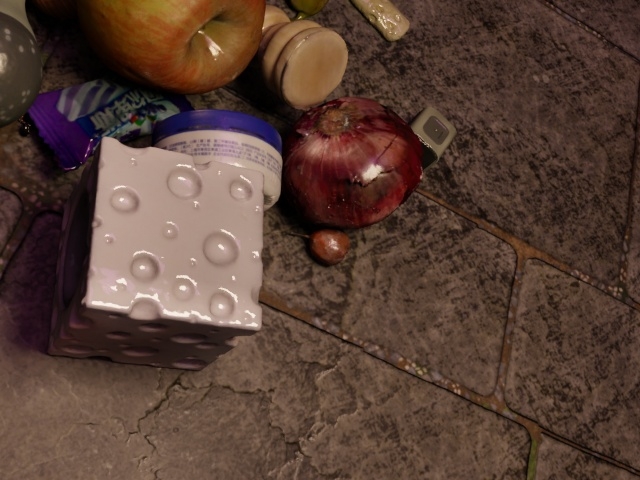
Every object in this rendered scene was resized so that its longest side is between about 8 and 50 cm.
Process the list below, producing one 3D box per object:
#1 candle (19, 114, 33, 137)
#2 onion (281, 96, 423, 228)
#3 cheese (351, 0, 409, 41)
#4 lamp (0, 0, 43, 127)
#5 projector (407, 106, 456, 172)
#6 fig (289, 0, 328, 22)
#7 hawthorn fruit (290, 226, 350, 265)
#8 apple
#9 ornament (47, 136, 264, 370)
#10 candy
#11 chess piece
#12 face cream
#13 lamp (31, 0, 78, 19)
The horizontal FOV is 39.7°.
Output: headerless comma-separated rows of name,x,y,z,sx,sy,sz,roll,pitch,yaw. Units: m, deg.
candle,-0.477,-0.237,1.371,0.026,0.021,0.167,-20,79,-32
onion,0.051,-0.121,1.505,0.252,0.219,0.252,-8,53,11
cheese,0.099,-0.480,1.775,0.194,0.043,0.065,49,54,-2
lamp,-0.474,-0.308,1.290,0.182,0.182,0.314,22,72,-19
projector,0.195,-0.189,1.676,0.083,0.083,0.082,43,56,-7
fig,-0.026,-0.460,1.689,0.084,0.082,0.098,-1,109,-43
hawthorn fruit,0.000,0.000,1.507,0.103,0.067,0.067,28,57,3
apple,-0.240,-0.385,1.377,0.301,0.301,0.302,11,64,-24
ornament,-0.234,0.031,1.253,0.239,0.240,0.239,10,65,-25
candy,-0.328,-0.203,1.409,0.275,0.070,0.145,-28,75,-38
chess piece,-0.088,-0.340,1.518,0.142,0.143,0.261,-24,47,-34
face cream,-0.162,-0.109,1.374,0.206,0.206,0.111,8,68,-25
lamp,-0.410,-0.421,1.419,0.136,0.136,0.136,11,64,-24
